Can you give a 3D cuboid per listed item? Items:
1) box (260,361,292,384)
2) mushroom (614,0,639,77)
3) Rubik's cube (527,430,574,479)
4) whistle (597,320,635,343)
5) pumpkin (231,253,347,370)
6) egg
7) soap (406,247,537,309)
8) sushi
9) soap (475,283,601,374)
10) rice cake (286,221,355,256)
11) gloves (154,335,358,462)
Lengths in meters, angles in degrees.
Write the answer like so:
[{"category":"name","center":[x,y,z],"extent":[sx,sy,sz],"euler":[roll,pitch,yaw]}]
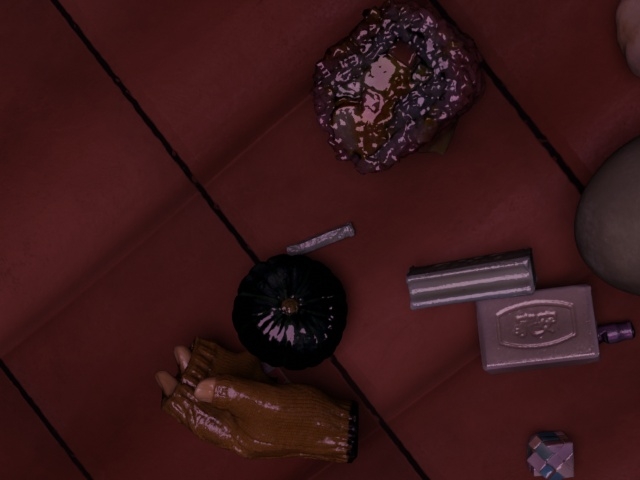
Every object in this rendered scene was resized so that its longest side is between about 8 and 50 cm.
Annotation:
[{"category":"box","center":[-0.078,0.243,1.969],"extent":[0.046,0.012,0.083],"euler":[-37,90,15]},{"category":"mushroom","center":[0.510,-0.315,1.719],"extent":[0.154,0.123,0.154],"euler":[-16,69,51]},{"category":"Rubik's cube","center":[0.366,0.352,1.855],"extent":[0.073,0.075,0.084],"euler":[-2,83,-7]},{"category":"whistle","center":[0.414,0.159,1.844],"extent":[0.177,0.033,0.033],"euler":[-13,95,14]},{"category":"pumpkin","center":[-0.047,0.115,1.874],"extent":[0.194,0.150,0.194],"euler":[1,93,14]},{"category":"egg","center":[0.544,-0.051,1.675],"extent":[0.352,0.258,0.258],"euler":[-26,91,8]},{"category":"soap","center":[0.241,0.060,1.826],"extent":[0.198,0.114,0.063],"euler":[-9,96,12]},{"category":"sushi","center":[0.123,-0.230,1.786],"extent":[0.270,0.171,0.236],"euler":[-44,87,16]},{"category":"soap","center":[0.344,0.141,1.819],"extent":[0.183,0.064,0.121],"euler":[-9,71,15]},{"category":"rice cake","center":[0.000,0.000,1.916],"extent":[0.121,0.021,0.022],"euler":[-21,103,13]},{"category":"gloves","center":[-0.102,0.277,1.870],"extent":[0.356,0.203,0.155],"euler":[22,92,1]}]
